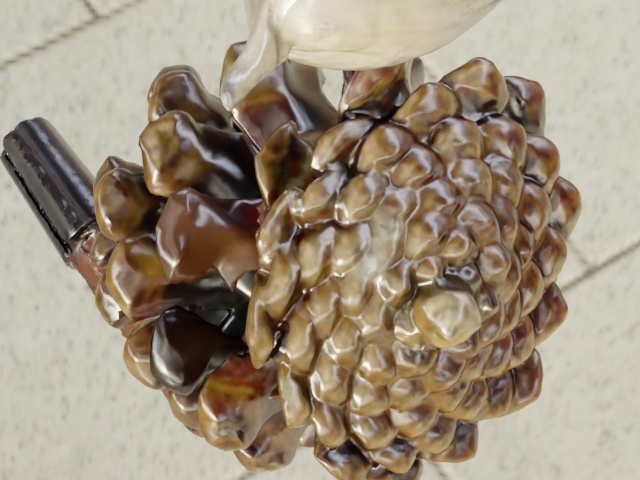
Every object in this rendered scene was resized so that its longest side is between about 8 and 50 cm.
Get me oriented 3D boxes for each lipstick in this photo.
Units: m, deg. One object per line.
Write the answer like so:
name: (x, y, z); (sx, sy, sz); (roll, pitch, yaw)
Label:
lipstick: (-0.190, 0.038, 1.915); (0.077, 0.077, 0.418); (-27, 58, -19)

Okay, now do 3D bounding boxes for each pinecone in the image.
pinecone: (-0.008, -0.002, 1.051); (0.264, 0.264, 0.264); (3, 61, -5)

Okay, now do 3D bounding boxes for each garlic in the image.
garlic: (0.019, -0.075, 0.496); (0.066, 0.152, 0.084); (28, 105, -8)
